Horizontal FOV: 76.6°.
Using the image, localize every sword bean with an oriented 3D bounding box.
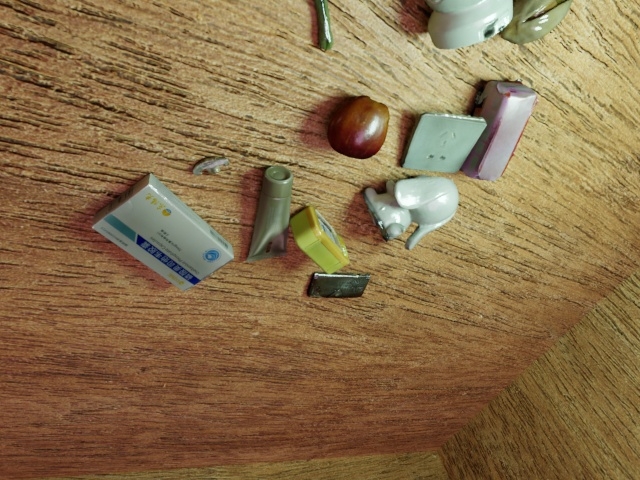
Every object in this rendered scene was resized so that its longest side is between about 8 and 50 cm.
[{"bbox_3d":[-0.011,-0.554,0.887,0.043,0.038,0.269,-25,134,-7],"label":"sword bean"}]

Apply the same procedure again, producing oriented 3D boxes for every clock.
[{"bbox_3d":[0.000,0.000,1.275,0.096,0.143,0.202,-31,133,16],"label":"clock"}]

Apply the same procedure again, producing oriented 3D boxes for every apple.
[{"bbox_3d":[0.104,-0.300,1.071,0.156,0.147,0.158,22,119,-9],"label":"apple"}]

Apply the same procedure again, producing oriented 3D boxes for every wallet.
[{"bbox_3d":[0.069,0.171,1.516,0.233,0.031,0.121,3,125,-23],"label":"wallet"}]

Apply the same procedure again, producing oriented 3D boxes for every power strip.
[{"bbox_3d":[0.353,-0.300,1.205,0.199,0.064,0.213,6,141,-8],"label":"power strip"}]

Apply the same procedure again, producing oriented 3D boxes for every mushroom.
[{"bbox_3d":[-0.294,-0.199,1.084,0.101,0.019,0.049,-20,133,-3],"label":"mushroom"}]

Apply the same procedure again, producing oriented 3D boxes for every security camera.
[{"bbox_3d":[0.313,-0.576,0.896,0.195,0.194,0.236,-28,127,3],"label":"security camera"}]

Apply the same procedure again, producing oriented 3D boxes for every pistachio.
[{"bbox_3d":[0.547,-0.577,1.030,0.185,0.124,0.124,-32,132,-2],"label":"pistachio"}]

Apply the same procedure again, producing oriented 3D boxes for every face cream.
[{"bbox_3d":[-0.145,-0.062,1.221,0.138,0.084,0.341,-10,138,-25],"label":"face cream"}]

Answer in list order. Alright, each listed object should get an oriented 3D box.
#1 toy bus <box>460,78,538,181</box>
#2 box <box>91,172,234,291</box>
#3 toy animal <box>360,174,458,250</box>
[{"bbox_3d":[0.512,-0.320,1.209,0.128,0.147,0.302,-1,127,-13],"label":"toy bus"},{"bbox_3d":[-0.432,-0.008,1.158,0.200,0.065,0.343,-34,131,8],"label":"box"},{"bbox_3d":[0.283,-0.105,1.274,0.289,0.174,0.249,-43,130,17],"label":"toy animal"}]
